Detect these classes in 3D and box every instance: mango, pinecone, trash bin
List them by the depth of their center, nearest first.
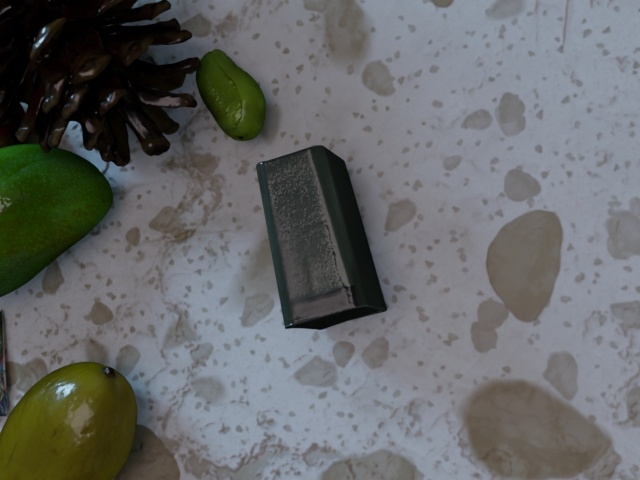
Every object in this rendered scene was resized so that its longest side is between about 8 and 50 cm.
[{"bbox_3d":[0.000,0.000,1.443,0.122,0.164,0.240,-16,79,14],"label":"trash bin"},{"bbox_3d":[-0.343,-0.280,1.479,0.384,0.384,0.384,-1,86,16],"label":"pinecone"},{"bbox_3d":[-0.137,-0.226,1.544,0.091,0.074,0.165,-34,65,18],"label":"mango"},{"bbox_3d":[-0.413,0.327,1.550,0.331,0.142,0.195,-47,71,11],"label":"mango"},{"bbox_3d":[-0.516,-0.026,1.579,0.382,0.201,0.225,-19,88,1],"label":"mango"}]

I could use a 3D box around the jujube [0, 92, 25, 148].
[{"bbox_3d":[-0.618,-0.182,1.627,0.255,0.190,0.190,2,86,0],"label":"jujube"}]

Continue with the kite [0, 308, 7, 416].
[{"bbox_3d":[-0.580,0.227,1.672,0.183,0.014,0.241,34,96,19],"label":"kite"}]
